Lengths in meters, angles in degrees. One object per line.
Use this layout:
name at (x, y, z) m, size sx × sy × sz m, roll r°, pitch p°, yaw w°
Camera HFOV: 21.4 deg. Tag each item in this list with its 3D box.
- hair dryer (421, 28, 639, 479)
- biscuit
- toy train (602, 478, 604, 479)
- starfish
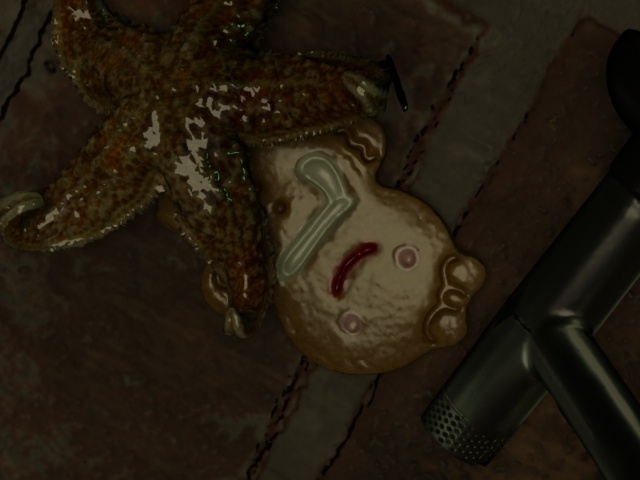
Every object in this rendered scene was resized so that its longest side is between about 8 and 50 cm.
hair dryer at (0.230, 0.059, 1.106) m, size 0.284 × 0.155 × 0.320 m, roll 40°, pitch 104°, yaw 46°
biscuit at (0.000, 0.000, 1.233) m, size 0.249 × 0.035 × 0.184 m, roll 43°, pitch 98°, yaw 4°
toy train at (0.320, 0.198, 1.135) m, size 0.238 × 0.167 × 0.299 m, roll 39°, pitch 93°, yaw -5°
starfish at (-0.077, -0.089, 1.174) m, size 0.303 × 0.113 × 0.312 m, roll -4°, pitch 79°, yaw 22°
